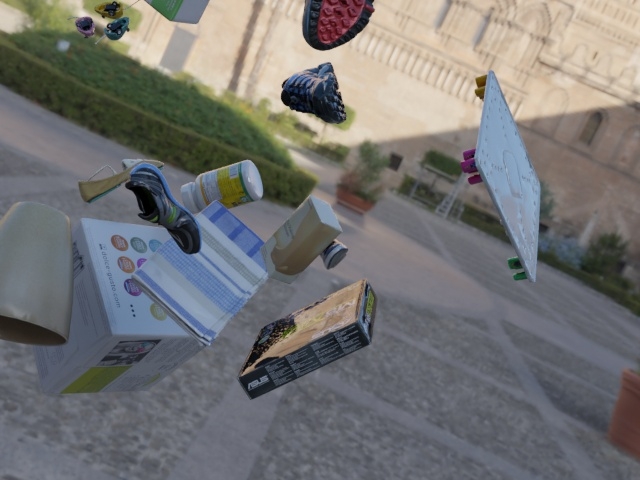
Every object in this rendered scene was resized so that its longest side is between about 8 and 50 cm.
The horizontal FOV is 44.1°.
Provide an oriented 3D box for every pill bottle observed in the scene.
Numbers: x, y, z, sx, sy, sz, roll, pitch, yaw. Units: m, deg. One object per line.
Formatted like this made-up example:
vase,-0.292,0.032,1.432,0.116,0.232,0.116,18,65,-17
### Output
pill bottle,-0.276,-0.141,2.197,0.209,0.117,0.117,-15,-3,12

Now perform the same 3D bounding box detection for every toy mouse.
toy mouse,-0.464,-0.454,1.685,0.161,0.143,0.031,-5,-37,1

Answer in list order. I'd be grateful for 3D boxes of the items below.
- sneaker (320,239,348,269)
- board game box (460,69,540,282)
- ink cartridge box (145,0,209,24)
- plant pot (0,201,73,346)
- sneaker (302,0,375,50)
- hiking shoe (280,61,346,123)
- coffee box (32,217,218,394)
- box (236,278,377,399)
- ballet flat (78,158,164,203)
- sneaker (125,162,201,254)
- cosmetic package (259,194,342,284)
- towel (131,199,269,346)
sneaker,-0.001,0.001,2.272,0.163,0.086,0.226,48,-4,4
board game box,0.449,-0.157,1.931,0.050,0.390,0.390,-13,-53,28
ink cartridge box,-0.350,-0.631,1.716,0.273,0.198,0.115,39,25,13
plant pot,-0.646,0.065,1.724,0.257,0.273,0.256,7,-23,3
sneaker,0.023,-0.400,1.225,0.104,0.261,0.125,24,-17,-26
hiking shoe,-0.019,-0.310,1.739,0.132,0.113,0.304,-15,20,3
coffee box,-0.533,0.182,2.082,0.334,0.338,0.337,9,51,-48
box,-0.013,0.136,1.131,0.045,0.191,0.184,61,14,-8
ballet flat,-0.532,-0.176,2.095,0.073,0.232,0.080,64,-14,-6
sneaker,-0.279,-0.046,1.389,0.067,0.078,0.188,-14,-60,38
cosmetic package,-0.028,-0.001,1.080,0.041,0.115,0.060,23,30,-39
towel,-0.228,0.062,1.629,0.209,0.034,0.285,42,50,-1
